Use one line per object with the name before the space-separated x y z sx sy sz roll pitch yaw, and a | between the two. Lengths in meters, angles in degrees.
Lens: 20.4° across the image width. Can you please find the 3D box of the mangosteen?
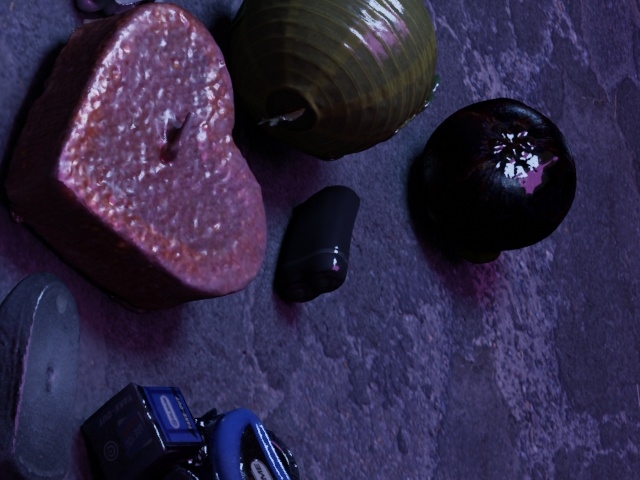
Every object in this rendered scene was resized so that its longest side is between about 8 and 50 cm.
mangosteen | 0.236 -0.080 2.372 0.216 0.216 0.216 31 50 -44

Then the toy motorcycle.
toy motorcycle | -0.084 0.309 1.706 0.212 0.125 0.359 6 49 -52

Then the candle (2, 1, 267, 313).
candle | -0.185 -0.086 1.798 0.287 0.131 0.317 -11 87 -49

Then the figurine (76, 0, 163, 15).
figurine | -0.216 -0.271 1.932 0.086 0.082 0.094 28 39 -24

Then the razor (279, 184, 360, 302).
razor | 0.000 0.000 2.075 0.054 0.090 0.148 45 39 -31

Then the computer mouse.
computer mouse | -0.275 0.141 1.629 0.113 0.068 0.229 34 57 -59

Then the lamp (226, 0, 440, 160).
lamp | 0.007 -0.201 2.049 0.250 0.250 0.284 55 41 -22
